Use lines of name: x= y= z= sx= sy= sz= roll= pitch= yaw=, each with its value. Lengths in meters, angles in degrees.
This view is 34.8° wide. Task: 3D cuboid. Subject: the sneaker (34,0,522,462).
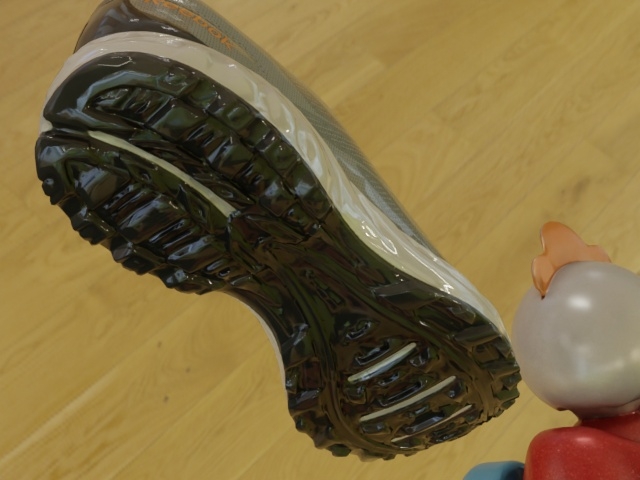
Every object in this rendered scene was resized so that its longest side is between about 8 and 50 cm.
sneaker: x=0.000 y=0.000 z=0.427 sx=0.271 sy=0.100 sz=0.108 roll=49 pitch=21 yaw=-35

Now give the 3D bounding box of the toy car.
toy car: x=0.217 y=0.097 z=0.741 sx=0.210 sy=0.219 sz=0.238 roll=-7 pitch=83 yaw=-42
